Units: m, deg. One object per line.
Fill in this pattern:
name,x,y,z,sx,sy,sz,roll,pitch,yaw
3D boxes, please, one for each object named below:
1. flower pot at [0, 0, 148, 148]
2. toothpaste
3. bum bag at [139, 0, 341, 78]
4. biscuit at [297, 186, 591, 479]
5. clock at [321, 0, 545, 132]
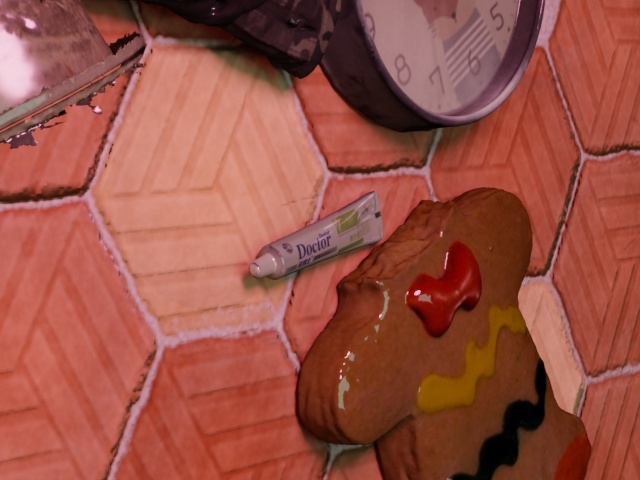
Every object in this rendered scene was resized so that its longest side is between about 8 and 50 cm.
flower pot,-0.278,-0.157,1.056,0.290,0.290,0.259,-37,108,-43
toothpaste,0.000,0.000,1.565,0.197,0.029,0.048,-24,110,-50
bum bag,-0.087,-0.235,1.400,0.340,0.095,0.144,16,94,-48
biscuit,0.139,0.165,1.706,0.368,0.076,0.394,-39,121,-43
clock,0.104,-0.262,1.648,0.325,0.067,0.325,-5,96,-50
